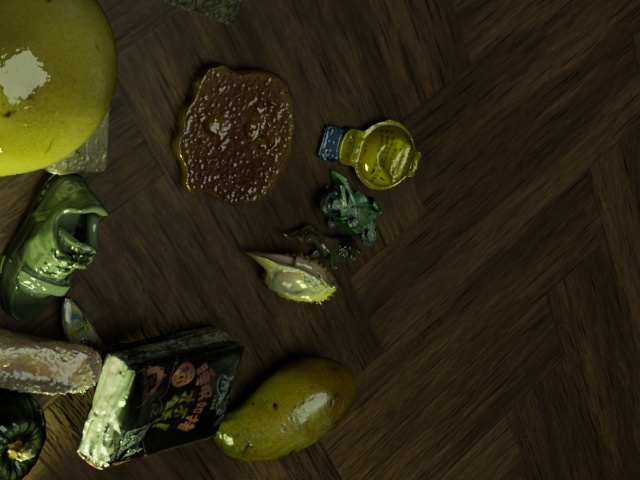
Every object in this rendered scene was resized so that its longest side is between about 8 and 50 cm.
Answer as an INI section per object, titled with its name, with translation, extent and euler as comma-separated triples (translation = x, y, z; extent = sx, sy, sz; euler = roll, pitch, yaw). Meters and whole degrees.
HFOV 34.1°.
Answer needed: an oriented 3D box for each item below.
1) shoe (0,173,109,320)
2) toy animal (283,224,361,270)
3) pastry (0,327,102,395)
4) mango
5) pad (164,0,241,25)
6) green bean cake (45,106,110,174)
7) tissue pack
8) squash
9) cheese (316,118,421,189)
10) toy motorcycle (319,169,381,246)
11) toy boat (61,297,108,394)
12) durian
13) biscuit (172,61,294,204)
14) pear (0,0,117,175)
[shoe]
translation = -0.463, 0.031, 1.815
extent = 0.109, 0.149, 0.293
euler = 13, 105, -44
[toy animal]
translation = -0.005, 0.016, 2.232
extent = 0.220, 0.069, 0.086
euler = 17, 76, -46
[pastry]
translation = -0.530, 0.216, 1.859
extent = 0.265, 0.112, 0.102
euler = 14, 87, -31
[mango]
translation = -0.070, 0.376, 2.271
extent = 0.329, 0.175, 0.176
euler = -37, 83, -20
[pad]
translation = -0.186, -0.524, 1.897
extent = 0.158, 0.003, 0.235
euler = 11, 102, -40
[green bean cake]
translation = -0.426, -0.207, 1.792
extent = 0.109, 0.085, 0.179
euler = -5, 113, -36
[tissue pack]
translation = -0.311, 0.304, 2.040
extent = 0.332, 0.123, 0.245
euler = -6, 120, -55
[squash]
translation = -0.582, 0.354, 1.868
extent = 0.193, 0.156, 0.193
euler = -28, 148, -20
[cheese]
translation = 0.107, -0.190, 2.230
extent = 0.250, 0.064, 0.156
euler = 12, 100, -31
[toy motorcycle]
translation = 0.072, -0.066, 2.249
extent = 0.190, 0.074, 0.106
euler = 37, 67, -39
[toy boat]
translation = -0.448, 0.194, 1.960
extent = 0.084, 0.066, 0.210
euler = -30, 124, -27
[durian]
translation = -0.064, 0.058, 2.178
extent = 0.224, 0.140, 0.078
euler = 34, 55, -33
[biscuit]
translation = -0.165, -0.203, 2.020
extent = 0.257, 0.049, 0.272
euler = 5, 104, -36
[pear]
translation = -0.480, -0.261, 1.562
extent = 0.348, 0.348, 0.348
euler = -16, 118, -32
